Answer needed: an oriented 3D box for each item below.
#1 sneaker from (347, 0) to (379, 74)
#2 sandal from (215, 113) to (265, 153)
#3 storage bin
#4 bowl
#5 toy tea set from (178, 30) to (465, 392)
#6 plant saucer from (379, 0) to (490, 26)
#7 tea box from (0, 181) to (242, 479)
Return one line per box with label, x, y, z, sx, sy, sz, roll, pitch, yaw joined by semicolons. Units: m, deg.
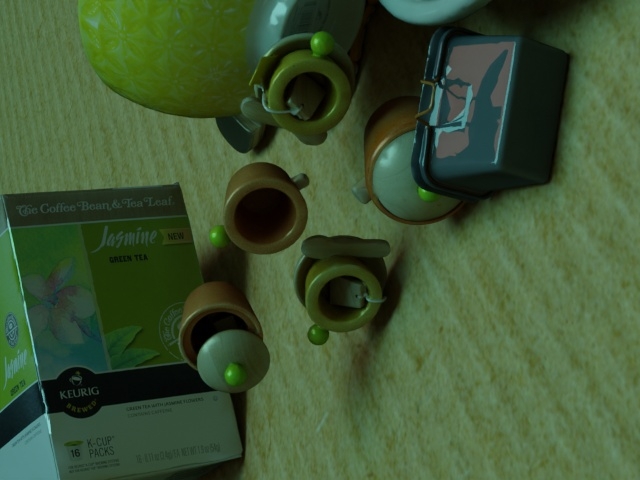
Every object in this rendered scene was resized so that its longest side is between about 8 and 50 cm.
sneaker;0.002;-0.220;1.562;0.084;0.083;0.215;50;126;59
sandal;-0.057;-0.179;1.687;0.088;0.079;0.240;47;157;8
storage bin;0.133;-0.102;1.213;0.091;0.098;0.135;1;80;55
bowl;-0.055;-0.218;1.370;0.156;0.289;0.289;33;113;29
toy tea set;0.000;0.000;1.320;0.124;0.200;0.336;-106;36;-61
plant saucer;0.161;-0.359;1.249;0.400;0.100;0.400;-43;41;54
tea box;-0.278;0.144;1.752;0.329;0.220;0.324;-37;63;55
